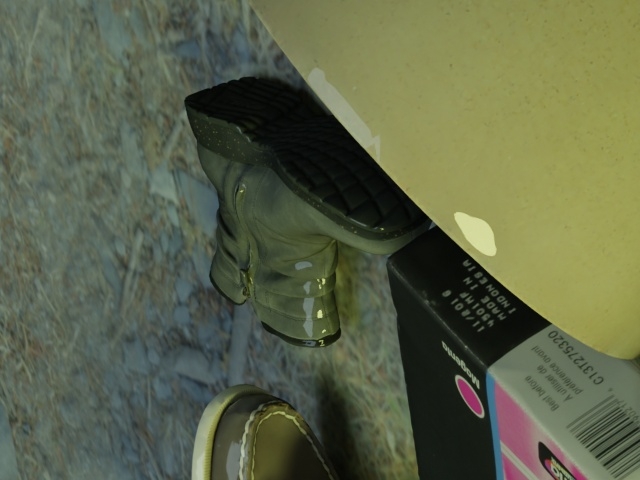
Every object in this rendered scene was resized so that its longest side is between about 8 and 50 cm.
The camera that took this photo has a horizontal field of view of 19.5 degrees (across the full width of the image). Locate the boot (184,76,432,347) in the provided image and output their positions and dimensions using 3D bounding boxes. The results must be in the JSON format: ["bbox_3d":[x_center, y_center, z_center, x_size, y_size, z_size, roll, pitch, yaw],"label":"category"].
[{"bbox_3d":[0.000,0.000,1.193,0.246,0.083,0.161,32,137,51],"label":"boot"}]

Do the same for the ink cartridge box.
[{"bbox_3d":[0.123,0.160,0.978,0.176,0.069,0.371,47,162,36],"label":"ink cartridge box"}]

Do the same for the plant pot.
[{"bbox_3d":[0.116,-0.115,0.823,0.191,0.284,0.284,-43,65,16],"label":"plant pot"}]

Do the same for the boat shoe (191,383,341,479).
[{"bbox_3d":[0.003,0.251,1.264,0.097,0.116,0.324,2,111,50],"label":"boat shoe"}]
